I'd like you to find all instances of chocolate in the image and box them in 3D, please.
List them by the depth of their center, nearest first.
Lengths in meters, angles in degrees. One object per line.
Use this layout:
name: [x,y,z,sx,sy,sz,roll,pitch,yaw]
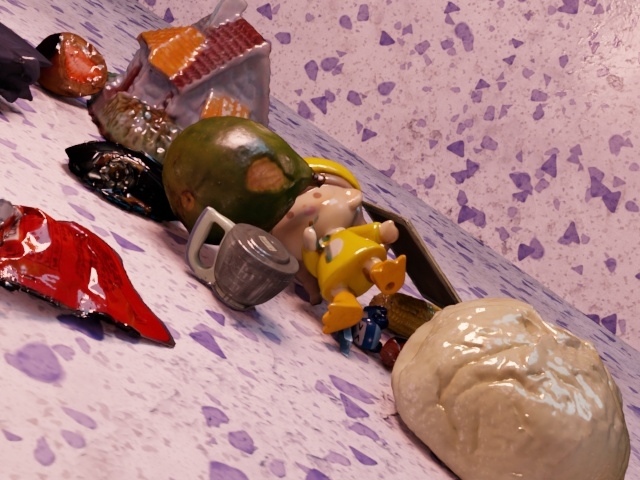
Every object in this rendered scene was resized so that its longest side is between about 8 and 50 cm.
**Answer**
chocolate: [-0.472,-0.325,1.853,0.133,0.124,0.127,44,-4,-34]

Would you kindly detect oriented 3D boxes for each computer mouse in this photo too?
computer mouse: [-0.285,-0.097,1.528,0.241,0.077,0.146,28,15,-23]

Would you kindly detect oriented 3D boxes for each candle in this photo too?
candle: [0.133,0.183,1.568,0.048,0.053,0.162,-10,-11,21]

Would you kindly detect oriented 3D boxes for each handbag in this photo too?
handbag: [-0.607,-0.321,1.492,0.329,0.122,0.303,34,11,9]

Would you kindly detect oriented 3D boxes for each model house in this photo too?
model house: [-0.232,-0.313,1.892,0.297,0.339,0.360,28,13,-28]

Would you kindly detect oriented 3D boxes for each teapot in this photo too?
teapot: [-0.115,0.037,1.358,0.149,0.108,0.111,29,19,-21]

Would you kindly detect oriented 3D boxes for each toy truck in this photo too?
toy truck: [0.067,0.143,1.511,0.074,0.063,0.136,11,17,-6]

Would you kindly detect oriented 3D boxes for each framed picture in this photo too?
framed picture: [0.158,0.031,1.603,0.216,0.016,0.273,56,-5,-14]

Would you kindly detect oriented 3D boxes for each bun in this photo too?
bun: [0.282,0.218,1.350,0.349,0.227,0.352,32,12,-10]

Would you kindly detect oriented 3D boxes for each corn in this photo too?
corn: [0.185,0.146,1.736,0.231,0.080,0.080,24,15,-35]

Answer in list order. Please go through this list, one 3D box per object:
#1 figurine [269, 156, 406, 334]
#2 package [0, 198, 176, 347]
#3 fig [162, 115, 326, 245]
figurine: [0.000,0.000,1.569,0.344,0.215,0.187,55,-12,49]
package: [-0.283,0.023,1.094,0.269,0.071,0.194,25,28,-46]
fig: [-0.111,-0.090,1.473,0.245,0.195,0.195,-8,37,-39]
